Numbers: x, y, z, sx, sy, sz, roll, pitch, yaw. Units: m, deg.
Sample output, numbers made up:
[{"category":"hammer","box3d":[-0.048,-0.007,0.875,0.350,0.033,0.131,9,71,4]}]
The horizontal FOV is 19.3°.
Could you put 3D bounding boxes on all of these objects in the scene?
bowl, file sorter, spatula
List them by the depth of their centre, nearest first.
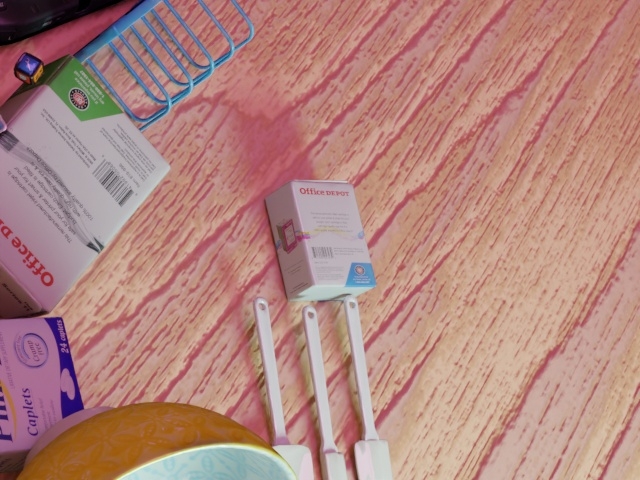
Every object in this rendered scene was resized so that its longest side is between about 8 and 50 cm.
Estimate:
[{"category":"bowl","box3d":[-0.177,0.237,1.645,0.289,0.289,0.156,-1,37,-39]},{"category":"file sorter","box3d":[-0.167,-0.196,1.940,0.104,0.118,0.170,52,47,-10]},{"category":"spatula","box3d":[0.001,0.172,1.941,0.168,0.019,0.242,2,73,-36]}]

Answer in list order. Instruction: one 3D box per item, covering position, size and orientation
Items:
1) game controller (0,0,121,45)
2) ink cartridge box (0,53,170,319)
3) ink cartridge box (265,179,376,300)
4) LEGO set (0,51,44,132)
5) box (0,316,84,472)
[{"category":"game controller","box3d":[-0.278,-0.310,1.957,0.166,0.067,0.319,49,45,12]},{"category":"ink cartridge box","box3d":[-0.265,-0.048,1.771,0.153,0.087,0.208,51,55,-19]},{"category":"ink cartridge box","box3d":[0.000,0.000,2.017,0.088,0.052,0.122,1,69,-39]},{"category":"LEGO set","box3d":[-0.384,-0.138,1.731,0.244,0.060,0.182,-29,77,-14]},{"category":"box","box3d":[-0.292,0.141,1.696,0.137,0.072,0.126,-3,69,-39]}]
